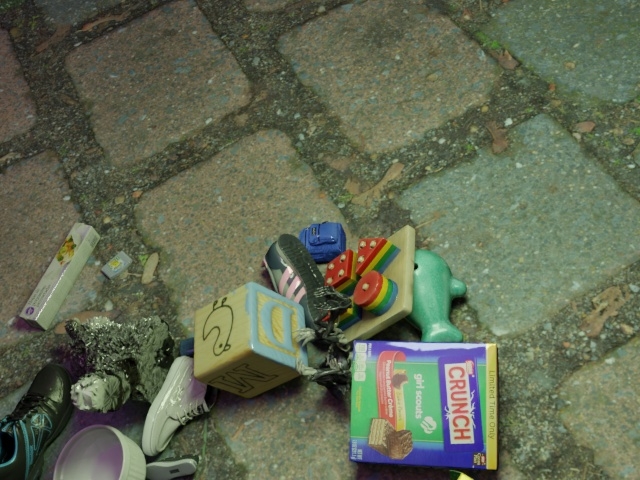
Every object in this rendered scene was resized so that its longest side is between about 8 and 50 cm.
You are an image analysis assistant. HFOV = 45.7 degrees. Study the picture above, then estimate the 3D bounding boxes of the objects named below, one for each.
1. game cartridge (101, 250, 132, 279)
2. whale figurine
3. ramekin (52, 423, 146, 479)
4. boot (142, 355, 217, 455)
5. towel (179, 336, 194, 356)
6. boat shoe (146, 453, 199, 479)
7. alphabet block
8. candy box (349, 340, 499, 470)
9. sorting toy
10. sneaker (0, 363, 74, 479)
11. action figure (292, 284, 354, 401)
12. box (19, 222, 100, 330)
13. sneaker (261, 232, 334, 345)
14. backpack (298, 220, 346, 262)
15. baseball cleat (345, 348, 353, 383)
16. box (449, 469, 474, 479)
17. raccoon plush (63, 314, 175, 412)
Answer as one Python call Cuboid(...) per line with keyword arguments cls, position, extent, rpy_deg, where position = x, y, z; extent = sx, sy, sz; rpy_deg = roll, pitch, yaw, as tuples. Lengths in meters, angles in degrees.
Cuboid(cls="game cartridge", position=(-0.581, 0.072, 2.173), extent=(0.056, 0.017, 0.083), rpy_deg=(37, 72, 27))
Cuboid(cls="whale figurine", position=(0.252, 0.138, 1.843), extent=(0.216, 0.141, 0.272), rpy_deg=(-18, 52, 1))
Cuboid(cls="ramekin", position=(-0.503, 0.540, 1.759), extent=(0.207, 0.109, 0.207), rpy_deg=(-13, 58, 22))
Cuboid(cls="boot", position=(-0.330, 0.404, 1.838), extent=(0.124, 0.095, 0.258), rpy_deg=(7, 61, 20))
Cuboid(cls="towel", position=(-0.301, 0.269, 1.950), extent=(0.120, 0.029, 0.067), rpy_deg=(-13, 26, 2))
Cuboid(cls="boat shoe", position=(-0.351, 0.533, 1.791), extent=(0.142, 0.049, 0.040), rpy_deg=(-11, 19, 15))
Cuboid(cls="alphabet block", position=(-0.166, 0.241, 1.809), extent=(0.197, 0.193, 0.192), rpy_deg=(-30, 47, 30))
Cuboid(cls="candy box", position=(0.231, 0.361, 1.671), extent=(0.317, 0.122, 0.268), rpy_deg=(-1, 75, 13))
Cuboid(cls="sorting toy", position=(0.105, 0.103, 1.827), extent=(0.255, 0.089, 0.257), rpy_deg=(-37, 32, 39))
Cuboid(cls="sneaker", position=(-0.715, 0.451, 1.875), extent=(0.125, 0.139, 0.340), rpy_deg=(-1, 55, 17))
Cuboid(cls="action figure", position=(0.005, 0.244, 1.728), extent=(0.141, 0.275, 0.164), rpy_deg=(-2, 24, -10))
Cuboid(cls="box", position=(-0.738, 0.098, 2.164), extent=(0.063, 0.067, 0.323), rpy_deg=(11, 61, 21))
Cuboid(cls="sneaker", position=(-0.052, 0.145, 1.956), extent=(0.131, 0.112, 0.319), rpy_deg=(-44, 61, 37))
Cuboid(cls="backpack", position=(0.000, 0.000, 2.027), extent=(0.120, 0.101, 0.097), rpy_deg=(-8, 49, 15))
Cuboid(cls="baseball cleat", position=(0.135, 0.276, 1.824), extent=(0.206, 0.072, 0.109), rpy_deg=(-16, 55, 2))
Cuboid(cls="box", position=(0.342, 0.545, 1.570), extent=(0.179, 0.105, 0.043), rpy_deg=(28, 66, 29))
Cuboid(cls="raccoon plush", position=(-0.552, 0.274, 1.812), extent=(0.299, 0.446, 0.216), rpy_deg=(4, 84, 15))
